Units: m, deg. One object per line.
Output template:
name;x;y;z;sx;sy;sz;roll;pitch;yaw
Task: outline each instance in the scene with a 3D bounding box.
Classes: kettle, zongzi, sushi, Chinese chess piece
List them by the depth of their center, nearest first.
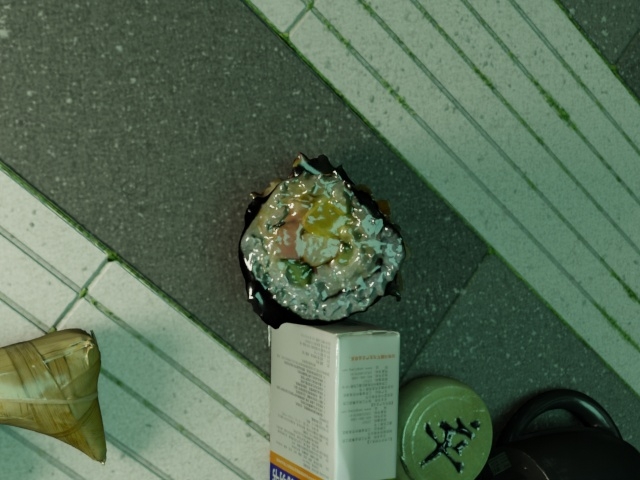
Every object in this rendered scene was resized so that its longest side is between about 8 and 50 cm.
zongzi;-0.368;0.224;1.297;0.194;0.099;0.197;-11;106;-26
sushi;0.000;-0.001;1.416;0.225;0.219;0.238;-21;109;6
Chinese chess piece;0.184;0.310;1.596;0.188;0.083;0.188;-2;94;-25
kettle;0.416;0.382;1.674;0.290;0.207;0.268;-10;71;-32

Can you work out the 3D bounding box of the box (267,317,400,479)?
box;0.016;0.263;1.436;0.106;0.200;0.299;-2;95;-29
